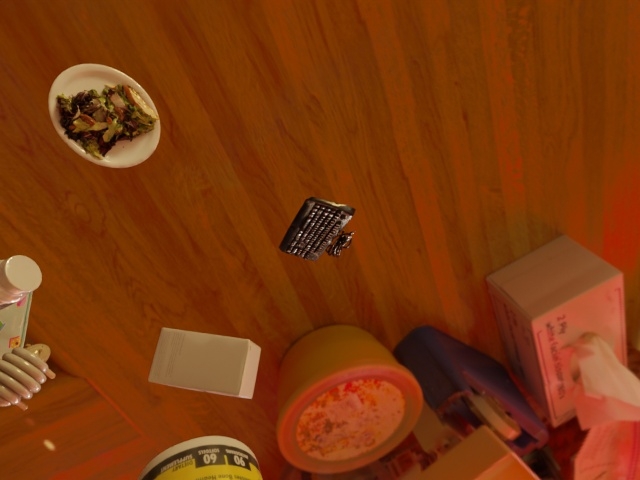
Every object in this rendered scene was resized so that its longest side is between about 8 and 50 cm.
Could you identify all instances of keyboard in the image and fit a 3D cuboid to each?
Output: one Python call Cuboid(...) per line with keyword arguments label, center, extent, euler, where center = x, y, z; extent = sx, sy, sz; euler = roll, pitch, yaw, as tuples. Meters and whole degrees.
Cuboid(label="keyboard", center=(0.000, 0.000, 0.701), extent=(0.100, 0.038, 0.192), euler=(12, 156, -12))

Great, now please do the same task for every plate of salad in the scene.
Cuboid(label="plate of salad", center=(-0.386, -0.233, 0.852), extent=(0.048, 0.200, 0.200), euler=(-14, 136, 44))

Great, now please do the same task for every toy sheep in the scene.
Cuboid(label="toy sheep", center=(-0.493, 0.224, 0.750), extent=(0.091, 0.132, 0.091), euler=(16, 141, 14))

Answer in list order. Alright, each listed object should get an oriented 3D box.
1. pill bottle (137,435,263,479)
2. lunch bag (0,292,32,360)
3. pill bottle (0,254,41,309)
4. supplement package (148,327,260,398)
Cuboid(label="pill bottle", center=(-0.084, 0.273, 0.362), extent=(0.119, 0.208, 0.119), euler=(-9, 118, -18))
Cuboid(label="lunch bag", center=(-0.783, 0.182, 1.022), extent=(0.224, 0.107, 0.279), euler=(22, 68, -54))
Cuboid(label="pill bottle", center=(-0.552, 0.079, 0.788), extent=(0.137, 0.078, 0.078), euler=(-22, 124, 16))
Cuboid(label="supplement package", center=(-0.220, 0.241, 0.906), extent=(0.179, 0.105, 0.105), euler=(6, 158, 9))
